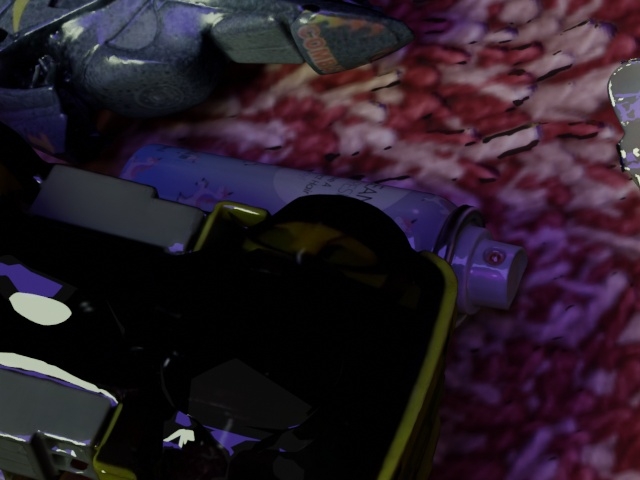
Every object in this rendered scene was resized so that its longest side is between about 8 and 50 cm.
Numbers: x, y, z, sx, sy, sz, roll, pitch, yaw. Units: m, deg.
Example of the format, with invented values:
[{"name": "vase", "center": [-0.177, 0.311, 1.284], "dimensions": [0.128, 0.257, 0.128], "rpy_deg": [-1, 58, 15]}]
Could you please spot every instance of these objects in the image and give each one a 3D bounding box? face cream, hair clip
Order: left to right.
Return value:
[{"name": "face cream", "center": [0.000, 0.000, 1.027], "dimensions": [0.229, 0.075, 0.075], "rpy_deg": [11, 74, 22]}, {"name": "hair clip", "center": [0.188, 0.021, 0.971], "dimensions": [0.034, 0.072, 0.226], "rpy_deg": [-14, 75, 19]}]

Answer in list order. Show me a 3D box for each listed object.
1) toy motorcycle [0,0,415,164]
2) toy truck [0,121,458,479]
[{"name": "toy motorcycle", "center": [-0.099, -0.135, 1.089], "dimensions": [0.307, 0.108, 0.173], "rpy_deg": [-13, 62, 15]}, {"name": "toy truck", "center": [-0.136, 0.070, 0.958], "dimensions": [0.405, 0.254, 0.181], "rpy_deg": [13, 59, 16]}]
